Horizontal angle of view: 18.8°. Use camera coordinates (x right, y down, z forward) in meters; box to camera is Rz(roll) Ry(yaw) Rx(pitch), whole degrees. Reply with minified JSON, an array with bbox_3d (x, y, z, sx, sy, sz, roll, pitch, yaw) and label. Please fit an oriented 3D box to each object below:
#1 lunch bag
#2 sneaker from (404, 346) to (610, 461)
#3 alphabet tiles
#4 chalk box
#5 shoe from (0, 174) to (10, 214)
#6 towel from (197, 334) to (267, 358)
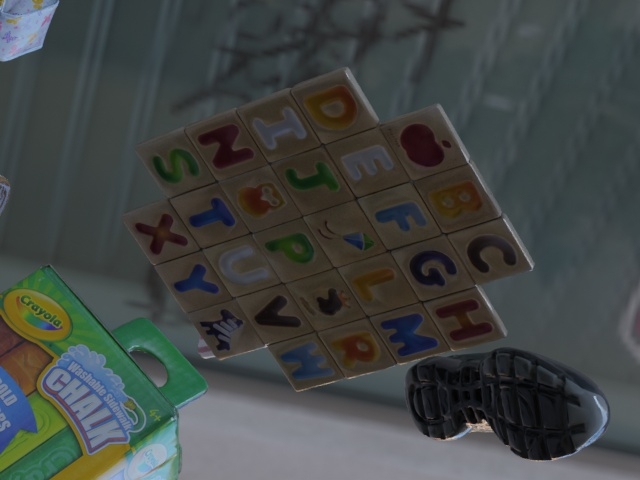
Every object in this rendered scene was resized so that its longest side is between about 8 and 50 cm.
[{"bbox_3d":[-0.335,-0.238,2.105,0.083,0.053,0.071,-33,158,-47],"label":"lunch bag"},{"bbox_3d":[0.183,0.134,1.754,0.267,0.106,0.101,4,-76,59],"label":"sneaker"},{"bbox_3d":[0.000,0.000,1.686,0.342,0.285,0.011,-18,-154,32],"label":"alphabet tiles"},{"bbox_3d":[-0.225,0.159,1.545,0.289,0.180,0.179,-36,158,-23],"label":"chalk box"},{"bbox_3d":[-0.379,0.023,1.874,0.219,0.058,0.076,-60,165,-6],"label":"shoe"},{"bbox_3d":[-0.078,0.011,1.888,0.144,0.029,0.197,-17,-108,45],"label":"towel"}]
